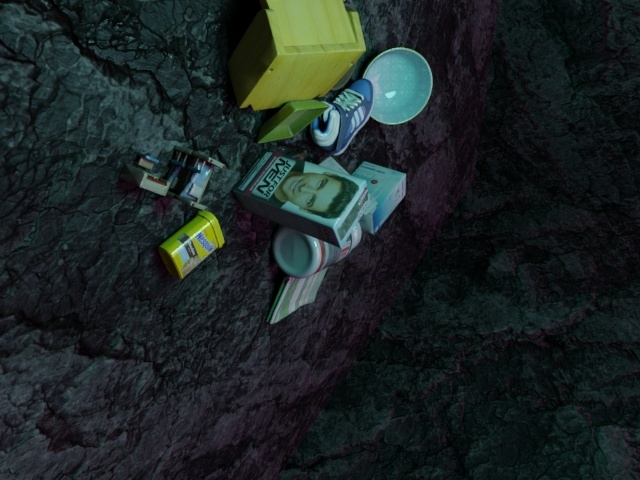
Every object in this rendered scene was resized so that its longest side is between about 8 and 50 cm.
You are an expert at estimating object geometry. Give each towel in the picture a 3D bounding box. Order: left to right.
[{"bbox_3d":[-0.081,0.201,1.986,0.325,0.038,0.248,-19,136,-56],"label":"towel"}]

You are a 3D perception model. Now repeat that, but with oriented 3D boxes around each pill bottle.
[{"bbox_3d":[0.000,0.000,1.841,0.363,0.210,0.210,-22,128,-54],"label":"pill bottle"}]

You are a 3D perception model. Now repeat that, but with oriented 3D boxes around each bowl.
[{"bbox_3d":[0.282,-0.625,1.918,0.156,0.289,0.290,-108,-158,-60],"label":"bowl"}]

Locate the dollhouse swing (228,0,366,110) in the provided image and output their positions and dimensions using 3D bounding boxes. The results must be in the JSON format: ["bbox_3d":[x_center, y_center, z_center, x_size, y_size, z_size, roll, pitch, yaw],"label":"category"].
[{"bbox_3d":[-0.102,-0.588,1.329,0.346,0.305,0.315,-25,174,-42],"label":"dollhouse swing"}]

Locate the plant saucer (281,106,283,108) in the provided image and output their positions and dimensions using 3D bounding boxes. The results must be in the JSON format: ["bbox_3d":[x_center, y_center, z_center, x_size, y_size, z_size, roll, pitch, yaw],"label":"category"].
[{"bbox_3d":[-0.104,-0.493,1.486,0.168,0.029,0.168,-42,144,-41],"label":"plant saucer"}]

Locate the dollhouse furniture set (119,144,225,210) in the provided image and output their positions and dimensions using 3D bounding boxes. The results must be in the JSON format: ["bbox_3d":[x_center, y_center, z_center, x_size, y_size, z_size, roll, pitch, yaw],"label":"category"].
[{"bbox_3d":[-0.351,-0.167,1.165,0.183,0.129,0.129,22,90,-63],"label":"dollhouse furniture set"}]

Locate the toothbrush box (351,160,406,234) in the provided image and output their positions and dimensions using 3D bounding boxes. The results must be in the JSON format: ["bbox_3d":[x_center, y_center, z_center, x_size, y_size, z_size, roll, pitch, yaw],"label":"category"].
[{"bbox_3d":[0.209,-0.190,2.077,0.295,0.216,0.126,-47,147,-33],"label":"toothbrush box"}]

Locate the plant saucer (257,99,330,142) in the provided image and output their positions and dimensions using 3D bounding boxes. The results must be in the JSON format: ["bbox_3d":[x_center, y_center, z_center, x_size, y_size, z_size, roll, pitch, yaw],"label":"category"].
[{"bbox_3d":[-0.091,-0.377,1.489,0.188,0.188,0.045,-27,88,-52],"label":"plant saucer"}]

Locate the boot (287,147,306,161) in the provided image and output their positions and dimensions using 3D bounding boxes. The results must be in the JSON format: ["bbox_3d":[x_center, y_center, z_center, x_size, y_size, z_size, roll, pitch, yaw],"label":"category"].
[{"bbox_3d":[-0.086,-0.260,1.690,0.106,0.037,0.114,-30,139,-47],"label":"boot"}]

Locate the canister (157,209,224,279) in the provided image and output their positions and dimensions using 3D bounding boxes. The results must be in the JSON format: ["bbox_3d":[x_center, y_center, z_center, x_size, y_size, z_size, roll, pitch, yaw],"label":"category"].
[{"bbox_3d":[-0.360,0.013,1.346,0.170,0.073,0.126,-46,146,-33],"label":"canister"}]

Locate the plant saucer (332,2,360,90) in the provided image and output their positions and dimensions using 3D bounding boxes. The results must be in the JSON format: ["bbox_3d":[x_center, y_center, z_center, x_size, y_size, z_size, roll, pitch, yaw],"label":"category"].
[{"bbox_3d":[0.055,-0.658,1.642,0.278,0.041,0.278,-40,141,-42],"label":"plant saucer"}]

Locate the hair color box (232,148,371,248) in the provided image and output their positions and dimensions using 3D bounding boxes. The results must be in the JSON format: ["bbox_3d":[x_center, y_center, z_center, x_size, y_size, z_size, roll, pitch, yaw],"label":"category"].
[{"bbox_3d":[-0.058,-0.135,1.452,0.185,0.374,0.114,-57,151,-22],"label":"hair color box"}]

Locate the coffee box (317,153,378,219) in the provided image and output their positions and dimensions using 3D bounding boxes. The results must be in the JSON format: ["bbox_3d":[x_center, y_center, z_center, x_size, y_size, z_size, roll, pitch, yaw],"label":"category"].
[{"bbox_3d":[0.070,-0.174,1.764,0.098,0.246,0.141,-43,-179,-40],"label":"coffee box"}]

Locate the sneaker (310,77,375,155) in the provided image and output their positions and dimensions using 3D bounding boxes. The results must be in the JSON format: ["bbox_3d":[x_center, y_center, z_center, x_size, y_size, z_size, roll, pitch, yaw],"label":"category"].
[{"bbox_3d":[0.077,-0.471,1.712,0.323,0.130,0.236,-61,159,1],"label":"sneaker"}]
